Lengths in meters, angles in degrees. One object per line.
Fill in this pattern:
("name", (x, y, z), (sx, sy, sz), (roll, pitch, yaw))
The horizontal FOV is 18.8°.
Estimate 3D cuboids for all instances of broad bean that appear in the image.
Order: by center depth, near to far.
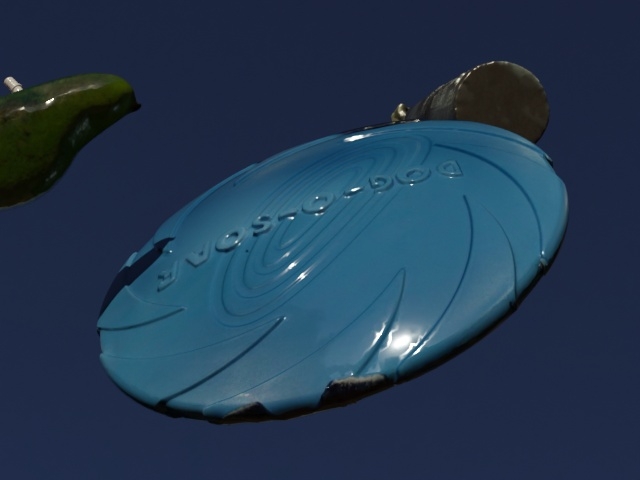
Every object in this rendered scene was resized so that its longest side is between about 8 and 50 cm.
("broad bean", (-0.179, -0.026, 0.925), (0.061, 0.195, 0.046), (37, -27, 36))

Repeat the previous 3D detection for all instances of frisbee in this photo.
("frisbee", (0.000, 0.000, 0.934), (0.242, 0.242, 0.045), (-8, -59, 20))

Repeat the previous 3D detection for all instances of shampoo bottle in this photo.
("shampoo bottle", (0.082, -0.068, 1.188), (0.057, 0.063, 0.207), (-2, -5, -12))

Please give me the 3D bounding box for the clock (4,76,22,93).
("clock", (-0.217, -0.080, 1.088), (0.087, 0.129, 0.041), (-3, -55, -35))
